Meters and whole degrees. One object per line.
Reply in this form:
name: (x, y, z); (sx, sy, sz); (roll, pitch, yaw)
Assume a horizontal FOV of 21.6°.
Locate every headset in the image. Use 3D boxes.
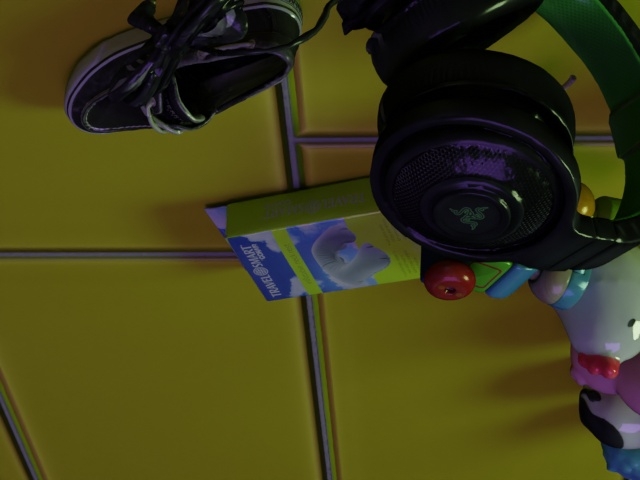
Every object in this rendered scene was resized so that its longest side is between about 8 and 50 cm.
headset: (0.068, -0.097, 1.089); (0.394, 0.243, 0.185); (12, 147, -38)

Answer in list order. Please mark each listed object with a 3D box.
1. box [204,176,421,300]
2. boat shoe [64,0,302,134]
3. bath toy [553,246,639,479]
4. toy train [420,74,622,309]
box: (0.000, 0.000, 1.449); (0.178, 0.042, 0.109); (-10, 143, 16)
boat shoe: (-0.110, -0.120, 1.254); (0.219, 0.070, 0.078); (-23, 138, 32)
bath toy: (0.298, 0.130, 1.546); (0.151, 0.129, 0.348); (-10, 143, 18)
toy train: (0.192, -0.031, 1.331); (0.143, 0.105, 0.248); (19, 142, -19)
